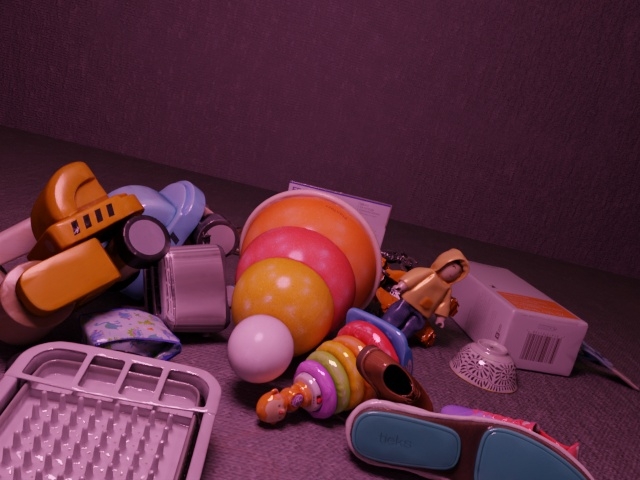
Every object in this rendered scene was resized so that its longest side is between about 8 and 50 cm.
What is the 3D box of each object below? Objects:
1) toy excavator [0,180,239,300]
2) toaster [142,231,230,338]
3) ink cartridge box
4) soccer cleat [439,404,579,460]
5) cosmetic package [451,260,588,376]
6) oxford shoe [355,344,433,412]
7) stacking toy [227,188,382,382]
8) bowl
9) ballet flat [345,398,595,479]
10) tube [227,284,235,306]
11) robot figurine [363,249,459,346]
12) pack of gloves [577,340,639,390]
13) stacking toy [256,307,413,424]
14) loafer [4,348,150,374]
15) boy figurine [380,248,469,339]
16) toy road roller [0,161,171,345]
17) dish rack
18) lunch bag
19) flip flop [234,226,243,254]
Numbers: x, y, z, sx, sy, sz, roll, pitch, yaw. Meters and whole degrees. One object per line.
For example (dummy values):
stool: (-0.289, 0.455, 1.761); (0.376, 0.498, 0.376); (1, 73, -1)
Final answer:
toy excavator: (-0.482, -0.001, 1.235); (0.445, 0.433, 0.222); (39, -3, -36)
toaster: (-0.282, 0.093, 1.148); (0.146, 0.227, 0.129); (-1, -6, -41)
ink cartridge box: (0.025, 0.004, 1.607); (0.303, 0.308, 0.072); (14, 12, -1)
soccer cleat: (0.338, 0.349, 0.992); (0.247, 0.095, 0.083); (24, 17, 34)
cosmetic package: (0.538, 0.207, 1.620); (0.229, 0.162, 0.453); (11, 13, -12)
oxford shoe: (0.144, 0.266, 0.954); (0.212, 0.076, 0.076); (46, -15, -32)
stacking toy: (-0.077, 0.119, 1.123); (0.350, 0.351, 0.480); (16, 25, 9)
bowl: (0.405, 0.290, 1.329); (0.169, 0.080, 0.170); (12, 13, -3)
ballet flat: (0.237, 0.343, 0.894); (0.399, 0.139, 0.139); (15, 14, 7)
tube: (-0.180, 0.135, 1.442); (0.080, 0.052, 0.207); (26, 12, 24)
robot figurine: (0.218, 0.151, 1.498); (0.291, 0.211, 0.085); (35, -12, 37)
pack of gloves: (0.756, 0.325, 1.556); (0.232, 0.046, 0.195); (37, 11, -5)
stacking toy: (0.012, 0.254, 0.990); (0.301, 0.175, 0.165); (-14, 26, -40)
loafer: (-0.368, 0.216, 0.857); (0.223, 0.079, 0.076); (4, 10, -19)
boy figurine: (0.263, 0.144, 1.353); (0.177, 0.285, 0.092); (46, -5, -19)
toy road roller: (-0.469, 0.009, 1.003); (0.202, 0.241, 0.329); (-30, 6, 44)
dish rack: (-0.288, 0.266, 0.681); (0.285, 0.073, 0.333); (13, 23, -6)
lunch bag: (-0.343, 0.181, 0.987); (0.151, 0.097, 0.128); (-8, 24, -35)
flip flop: (-0.295, -0.010, 1.825); (0.276, 0.080, 0.112); (14, 14, -1)
